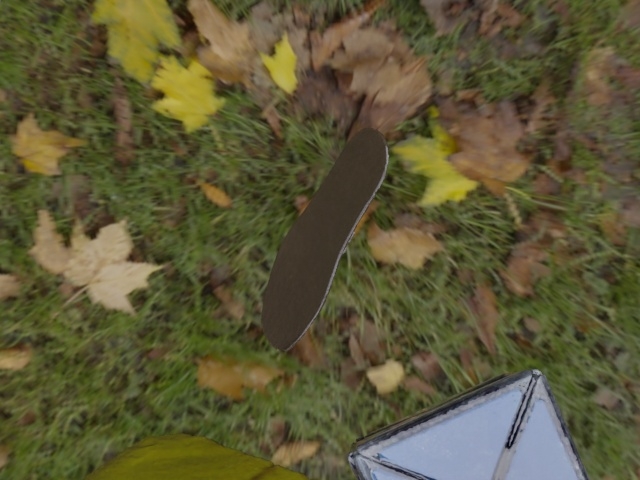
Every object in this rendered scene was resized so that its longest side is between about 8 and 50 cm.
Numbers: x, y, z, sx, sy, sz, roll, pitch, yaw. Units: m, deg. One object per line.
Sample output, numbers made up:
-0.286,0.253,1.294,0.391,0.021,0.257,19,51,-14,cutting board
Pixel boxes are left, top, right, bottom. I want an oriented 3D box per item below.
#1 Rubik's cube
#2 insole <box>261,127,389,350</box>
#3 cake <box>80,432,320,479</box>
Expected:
0.190,0.317,1.702,0.260,0.255,0.259,-20,82,-2,Rubik's cube
0.000,0.000,1.696,0.111,0.007,0.328,51,125,36,insole
-0.080,0.267,1.071,0.260,0.156,0.179,15,118,35,cake
